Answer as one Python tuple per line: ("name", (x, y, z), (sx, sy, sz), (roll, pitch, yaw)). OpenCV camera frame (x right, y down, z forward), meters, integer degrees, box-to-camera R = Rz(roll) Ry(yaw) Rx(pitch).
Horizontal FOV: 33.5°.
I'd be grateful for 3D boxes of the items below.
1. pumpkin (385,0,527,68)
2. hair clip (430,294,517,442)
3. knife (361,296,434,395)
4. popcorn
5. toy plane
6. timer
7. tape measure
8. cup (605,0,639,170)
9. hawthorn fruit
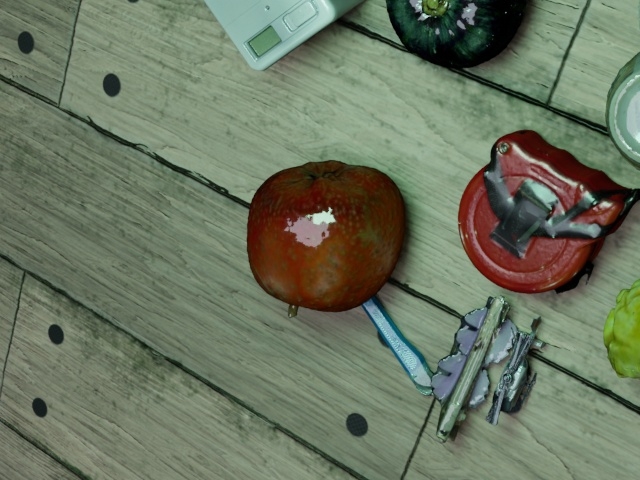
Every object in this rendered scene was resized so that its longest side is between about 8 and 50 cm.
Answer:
("pumpkin", (0.216, -0.388, 1.684), (0.233, 0.163, 0.233), (9, 107, 31))
("hair clip", (0.258, 0.220, 1.842), (0.106, 0.084, 0.292), (24, 107, 11))
("knife", (0.128, 0.164, 1.939), (0.044, 0.026, 0.296), (-37, 80, 14))
("popcorn", (0.538, 0.145, 1.588), (0.204, 0.184, 0.221), (-51, 42, 0))
("toy plane", (0.335, 0.218, 1.799), (0.053, 0.078, 0.197), (27, 99, 26))
("timer", (-0.060, -0.430, 1.797), (0.192, 0.195, 0.194), (-30, 101, 32))
("tape measure", (0.350, -0.035, 1.709), (0.253, 0.114, 0.260), (36, 117, 20))
("cup", (0.504, -0.225, 1.494), (0.227, 0.257, 0.301), (-12, 93, 30))
("hawthorn fruit", (0.000, 0.000, 1.843), (0.275, 0.275, 0.299), (25, 104, 24))
